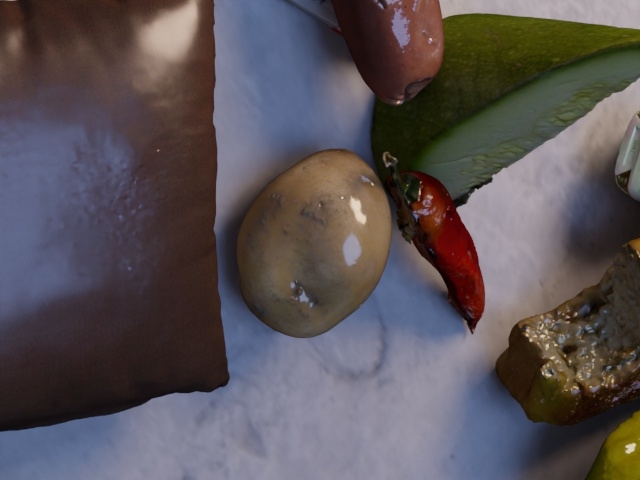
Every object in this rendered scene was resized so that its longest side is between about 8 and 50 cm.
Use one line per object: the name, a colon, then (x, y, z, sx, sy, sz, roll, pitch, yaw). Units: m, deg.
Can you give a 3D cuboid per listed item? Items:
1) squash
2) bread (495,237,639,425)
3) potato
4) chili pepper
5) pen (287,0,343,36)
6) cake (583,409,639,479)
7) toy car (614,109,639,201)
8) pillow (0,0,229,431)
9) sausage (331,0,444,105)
squash: (0.142, -0.087, 1.126, 0.093, 0.252, 0.169, 10, 95, -34)
bread: (0.337, 0.049, 1.328, 0.380, 0.109, 0.185, -17, 151, -25)
potato: (-0.001, 0.003, 1.143, 0.112, 0.112, 0.147, 21, 95, -36)
chili pepper: (0.095, 0.000, 1.202, 0.050, 0.059, 0.268, -41, 141, -5)
pen: (-0.027, -0.193, 1.125, 0.239, 0.028, 0.028, 26, 86, -35)
cake: (0.333, 0.235, 1.362, 0.260, 0.156, 0.179, -16, 134, -36)
toy car: (0.332, -0.066, 1.367, 0.224, 0.076, 0.090, 11, 98, -54)
pillow: (-0.203, -0.019, 0.997, 0.308, 0.108, 0.305, -10, 105, -31)
sausage: (0.008, -0.300, 1.073, 0.088, 0.088, 0.433, -28, 110, -26)
